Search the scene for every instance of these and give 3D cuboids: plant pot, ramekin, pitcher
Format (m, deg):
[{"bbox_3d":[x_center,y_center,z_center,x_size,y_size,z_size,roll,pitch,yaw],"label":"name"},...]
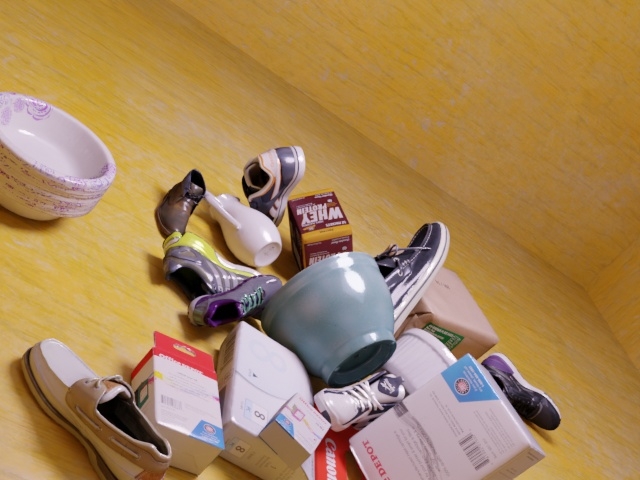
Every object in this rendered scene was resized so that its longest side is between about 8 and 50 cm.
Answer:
[{"bbox_3d":[0.044,0.194,1.820,0.293,0.293,0.196,11,39,-52],"label":"plant pot"},{"bbox_3d":[0.226,0.343,1.896,0.127,0.272,0.273,-29,59,-20],"label":"ramekin"},{"bbox_3d":[-0.201,-0.036,2.071,0.207,0.125,0.178,46,7,31],"label":"pitcher"}]

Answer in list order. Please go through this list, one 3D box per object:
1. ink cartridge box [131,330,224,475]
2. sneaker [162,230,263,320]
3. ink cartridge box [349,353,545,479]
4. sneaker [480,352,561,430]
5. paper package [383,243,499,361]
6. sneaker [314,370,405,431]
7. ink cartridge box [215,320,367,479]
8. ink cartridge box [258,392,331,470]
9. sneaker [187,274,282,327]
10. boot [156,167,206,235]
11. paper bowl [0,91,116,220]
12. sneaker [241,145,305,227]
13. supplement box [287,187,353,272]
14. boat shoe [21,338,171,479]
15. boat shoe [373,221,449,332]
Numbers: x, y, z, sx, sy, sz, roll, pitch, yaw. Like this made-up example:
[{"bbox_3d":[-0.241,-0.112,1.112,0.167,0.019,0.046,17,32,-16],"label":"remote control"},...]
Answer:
[{"bbox_3d":[-0.249,0.273,1.443,0.134,0.078,0.231,30,23,-28],"label":"ink cartridge box"},{"bbox_3d":[-0.221,0.105,1.825,0.300,0.111,0.121,31,37,-17],"label":"sneaker"},{"bbox_3d":[0.245,0.411,1.661,0.129,0.307,0.223,40,15,-54],"label":"ink cartridge box"},{"bbox_3d":[0.571,0.466,2.472,0.283,0.107,0.124,43,35,17],"label":"sneaker"},{"bbox_3d":[0.309,0.198,2.429,0.325,0.168,0.309,23,27,-40],"label":"paper package"},{"bbox_3d":[0.094,0.316,1.711,0.235,0.153,0.094,35,22,-55],"label":"sneaker"},{"bbox_3d":[-0.031,0.359,1.631,0.385,0.091,0.308,33,22,-17],"label":"ink cartridge box"},{"bbox_3d":[-0.044,0.333,1.479,0.088,0.052,0.122,44,20,3],"label":"ink cartridge box"},{"bbox_3d":[-0.158,0.135,1.743,0.224,0.083,0.098,-21,19,-31],"label":"sneaker"},{"bbox_3d":[-0.328,-0.092,1.998,0.082,0.106,0.219,31,22,-23],"label":"boot"},{"bbox_3d":[-0.563,-0.151,1.660,0.284,0.148,0.284,34,22,-16],"label":"paper bowl"},{"bbox_3d":[-0.149,-0.134,2.185,0.128,0.321,0.126,-5,58,-25],"label":"sneaker"},{"bbox_3d":[0.000,0.000,2.212,0.129,0.191,0.194,-12,39,-9],"label":"supplement box"},{"bbox_3d":[-0.336,0.254,1.294,0.302,0.103,0.113,46,21,14],"label":"boat shoe"},{"bbox_3d":[0.179,0.098,2.152,0.156,0.187,0.500,42,55,-3],"label":"boat shoe"}]
